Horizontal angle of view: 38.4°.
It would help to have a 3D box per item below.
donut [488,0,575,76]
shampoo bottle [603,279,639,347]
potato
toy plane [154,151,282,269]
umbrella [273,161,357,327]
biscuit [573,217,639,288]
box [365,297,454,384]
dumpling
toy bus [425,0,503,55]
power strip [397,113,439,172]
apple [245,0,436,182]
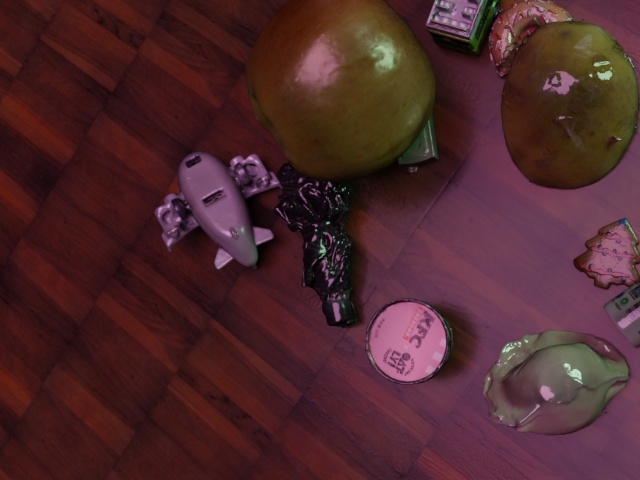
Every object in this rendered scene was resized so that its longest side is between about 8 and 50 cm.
[{"bbox_3d":[0.374,-0.388,1.677,0.166,0.065,0.117,-28,76,15],"label":"donut"},{"bbox_3d":[0.620,0.057,1.520,0.303,0.092,0.092,-38,73,12],"label":"shampoo bottle"},{"bbox_3d":[0.429,-0.233,1.586,0.239,0.116,0.299,7,101,14],"label":"potato"},{"bbox_3d":[-0.198,-0.062,1.832,0.267,0.122,0.266,-1,74,4],"label":"toy plane"},{"bbox_3d":[-0.012,0.000,1.755,0.154,0.128,0.336,-2,86,19],"label":"umbrella"},{"bbox_3d":[0.509,0.021,1.604,0.119,0.019,0.130,17,90,22],"label":"biscuit"},{"bbox_3d":[0.169,0.182,1.657,0.151,0.135,0.151,-2,83,17],"label":"box"},{"bbox_3d":[0.393,0.233,1.565,0.258,0.147,0.193,-18,41,-5],"label":"dumpling"},{"bbox_3d":[0.292,-0.503,1.680,0.113,0.139,0.301,21,94,24],"label":"toy bus"},{"bbox_3d":[0.175,-0.220,1.747,0.075,0.042,0.175,-12,80,21],"label":"power strip"},{"bbox_3d":[0.024,-0.270,1.621,0.305,0.338,0.338,-44,71,-3],"label":"apple"}]
